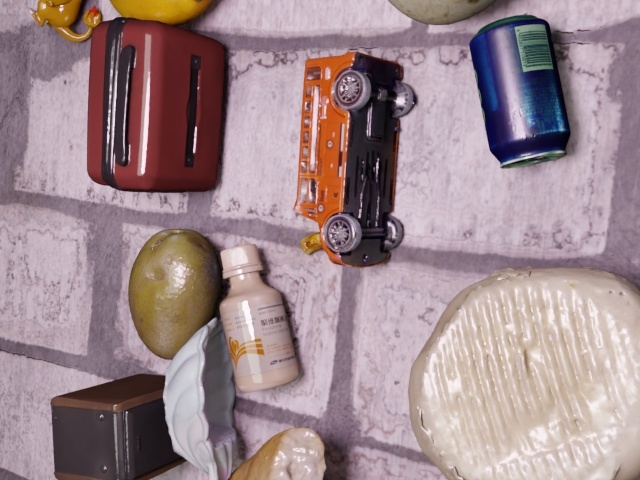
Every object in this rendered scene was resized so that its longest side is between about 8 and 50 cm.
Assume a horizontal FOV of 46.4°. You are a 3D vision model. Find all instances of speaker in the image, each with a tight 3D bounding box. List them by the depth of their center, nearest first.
[{"bbox_3d":[-0.350,0.345,1.385,0.193,0.231,0.153,-3,91,30],"label":"speaker"}]

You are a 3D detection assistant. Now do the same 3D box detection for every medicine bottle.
[{"bbox_3d":[-0.117,0.133,1.312,0.114,0.114,0.252,-17,83,29],"label":"medicine bottle"}]

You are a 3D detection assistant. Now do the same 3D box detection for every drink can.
[{"bbox_3d":[0.286,-0.210,1.069,0.118,0.118,0.204,-11,86,29],"label":"drink can"}]

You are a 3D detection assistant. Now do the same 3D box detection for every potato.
[{"bbox_3d":[-0.268,0.105,1.373,0.174,0.159,0.251,25,114,57],"label":"potato"}]

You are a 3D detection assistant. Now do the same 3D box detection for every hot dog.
[{"bbox_3d":[0.000,0.000,1.286,0.090,0.034,0.030,-21,82,27],"label":"hot dog"}]

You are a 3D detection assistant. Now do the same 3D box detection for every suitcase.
[{"bbox_3d":[-0.289,-0.231,1.322,0.161,0.236,0.297,8,97,28],"label":"suitcase"}]

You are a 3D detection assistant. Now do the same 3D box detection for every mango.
[{"bbox_3d":[-0.298,-0.476,1.376,0.317,0.119,0.176,18,84,38],"label":"mango"}]

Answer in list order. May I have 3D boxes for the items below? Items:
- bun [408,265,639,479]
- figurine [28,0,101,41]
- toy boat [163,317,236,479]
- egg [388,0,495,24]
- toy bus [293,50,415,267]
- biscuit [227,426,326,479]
[{"bbox_3d":[0.302,0.203,1.032,0.360,0.211,0.359,-2,85,20],"label":"bun"},{"bbox_3d":[-0.491,-0.487,1.519,0.122,0.121,0.176,41,103,-9],"label":"figurine"},{"bbox_3d":[-0.209,0.283,1.316,0.100,0.199,0.290,-5,93,11],"label":"toy boat"},{"bbox_3d":[0.181,-0.492,1.020,0.288,0.288,0.379,24,112,26],"label":"egg"},{"bbox_3d":[0.045,-0.125,1.200,0.153,0.143,0.329,7,97,39],"label":"toy bus"},{"bbox_3d":[-0.122,0.537,1.201,0.446,0.104,0.429,-44,35,53],"label":"biscuit"}]
